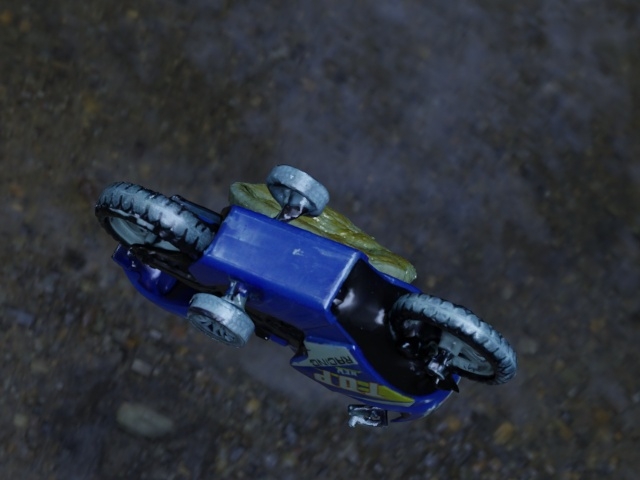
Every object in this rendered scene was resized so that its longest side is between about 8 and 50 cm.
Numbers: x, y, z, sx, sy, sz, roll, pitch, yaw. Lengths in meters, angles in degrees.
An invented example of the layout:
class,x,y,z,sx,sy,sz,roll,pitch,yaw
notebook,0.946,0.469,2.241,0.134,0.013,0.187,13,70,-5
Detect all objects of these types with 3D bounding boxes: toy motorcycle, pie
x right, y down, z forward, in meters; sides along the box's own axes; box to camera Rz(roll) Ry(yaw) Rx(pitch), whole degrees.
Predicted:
class,x,y,z,sx,sy,sz,roll,pitch,yaw
toy motorcycle,-0.010,0.043,0.994,0.315,0.169,0.113,20,69,26
pie,0.000,0.000,1.352,0.187,0.041,0.187,25,11,-5
